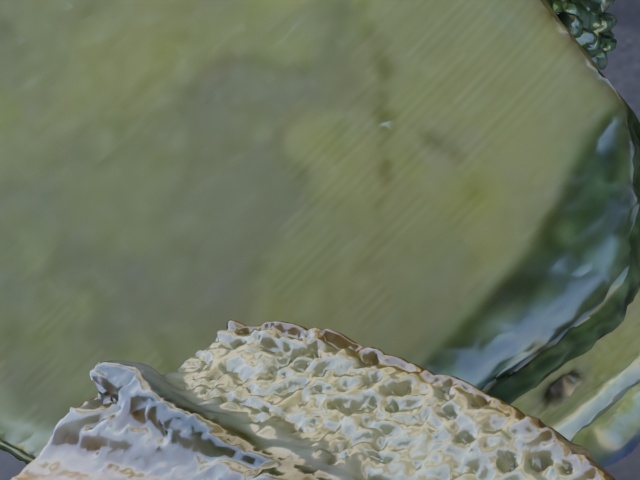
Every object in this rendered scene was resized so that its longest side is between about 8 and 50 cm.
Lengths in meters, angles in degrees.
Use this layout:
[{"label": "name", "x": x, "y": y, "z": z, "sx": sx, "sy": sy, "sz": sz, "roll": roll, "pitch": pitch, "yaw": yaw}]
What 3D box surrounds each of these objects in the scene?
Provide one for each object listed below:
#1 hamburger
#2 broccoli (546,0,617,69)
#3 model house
[{"label": "hamburger", "x": 0.026, "y": 0.108, "z": 0.449, "sx": 0.208, "sy": 0.135, "sz": 0.155, "roll": -2, "pitch": 135, "yaw": 45}, {"label": "broccoli", "x": 0.060, "y": -0.076, "z": 1.118, "sx": 0.324, "sy": 0.272, "sz": 0.334, "roll": -104, "pitch": 21, "yaw": -53}, {"label": "model house", "x": 0.000, "y": 0.000, "z": 0.751, "sx": 0.261, "sy": 0.266, "sz": 0.321, "roll": -39, "pitch": 58, "yaw": 5}]
